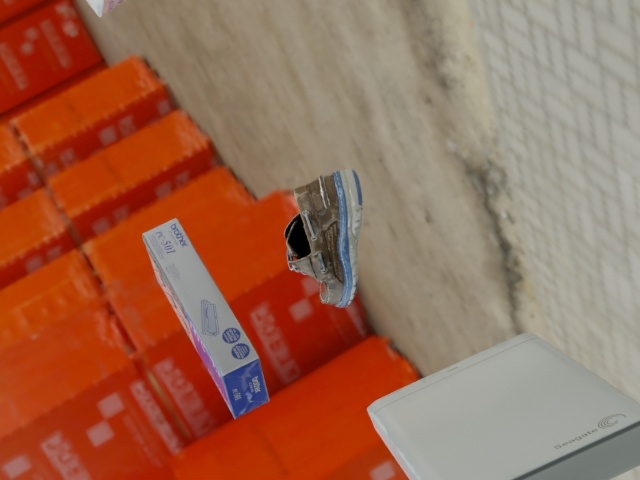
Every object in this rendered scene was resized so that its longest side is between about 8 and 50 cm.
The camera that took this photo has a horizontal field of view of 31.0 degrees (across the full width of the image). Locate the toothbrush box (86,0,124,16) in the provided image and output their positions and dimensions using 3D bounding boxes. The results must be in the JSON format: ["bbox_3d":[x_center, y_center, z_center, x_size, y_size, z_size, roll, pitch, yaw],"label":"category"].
[{"bbox_3d":[-0.208,-0.436,1.360,0.206,0.283,0.122,52,166,-5],"label":"toothbrush box"}]

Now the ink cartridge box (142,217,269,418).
[{"bbox_3d":[-0.124,0.082,1.244,0.207,0.046,0.097,56,164,32],"label":"ink cartridge box"}]

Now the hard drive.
[{"bbox_3d":[0.197,0.203,1.271,0.353,0.233,0.047,-137,24,-76],"label":"hard drive"}]

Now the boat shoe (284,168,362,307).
[{"bbox_3d":[0.000,0.000,1.077,0.183,0.066,0.066,91,171,-50],"label":"boat shoe"}]
